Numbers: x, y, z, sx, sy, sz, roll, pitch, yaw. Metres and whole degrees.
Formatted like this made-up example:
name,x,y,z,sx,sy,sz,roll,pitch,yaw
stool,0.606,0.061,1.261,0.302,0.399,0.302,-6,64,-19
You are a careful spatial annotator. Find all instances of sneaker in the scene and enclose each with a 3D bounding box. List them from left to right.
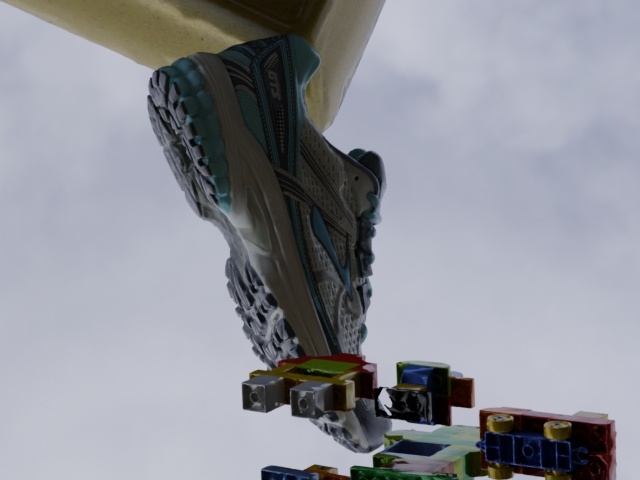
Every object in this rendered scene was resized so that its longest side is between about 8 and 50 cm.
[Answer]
name,x,y,z,sx,sy,sz,roll,pitch,yaw
sneaker,0.000,0.000,1.181,0.122,0.110,0.283,-26,-79,-15

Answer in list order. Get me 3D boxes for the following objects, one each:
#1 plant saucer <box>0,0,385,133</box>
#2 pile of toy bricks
name,x,y,z,sx,sy,sz,roll,pitch,yaw
plant saucer,-0.075,-0.280,1.214,0.332,0.081,0.333,23,-91,-11
pile of toy bricks,0.070,0.117,0.981,0.105,0.212,0.118,-18,-71,-56
